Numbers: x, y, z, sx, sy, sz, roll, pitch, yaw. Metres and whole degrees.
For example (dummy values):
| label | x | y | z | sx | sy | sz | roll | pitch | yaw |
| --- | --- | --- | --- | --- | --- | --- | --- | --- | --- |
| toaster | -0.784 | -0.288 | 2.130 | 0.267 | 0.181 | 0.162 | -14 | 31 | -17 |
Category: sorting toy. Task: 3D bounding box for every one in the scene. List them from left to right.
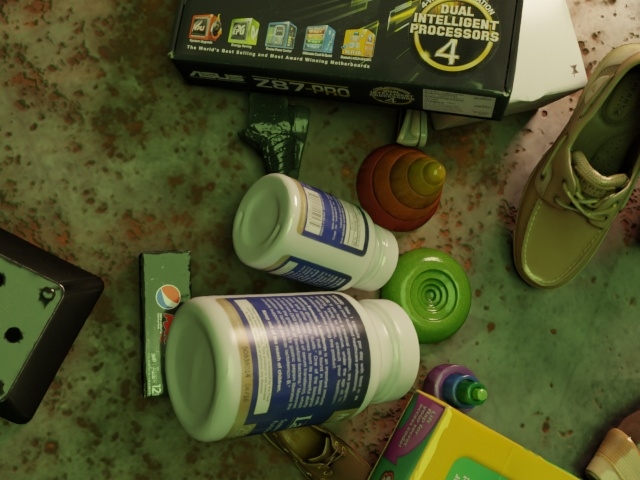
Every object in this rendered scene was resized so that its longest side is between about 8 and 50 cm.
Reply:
| label | x | y | z | sx | sy | sz | roll | pitch | yaw |
| --- | --- | --- | --- | --- | --- | --- | --- | --- | --- |
| sorting toy | 0.150 | 0.044 | 0.995 | 0.127 | 0.126 | 0.365 | -12 | 88 | -18 |

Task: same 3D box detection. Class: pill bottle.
| label | x | y | z | sx | sy | sz | roll | pitch | yaw |
| --- | --- | --- | --- | --- | --- | --- | --- | --- | --- |
| pill bottle | -0.027 | 0.134 | 0.895 | 0.265 | 0.153 | 0.153 | 0 | 85 | -34 |
| pill bottle | 0.000 | 0.000 | 0.939 | 0.187 | 0.112 | 0.112 | 21 | 78 | -39 |

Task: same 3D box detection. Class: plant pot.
| label | x | y | z | sx | sy | sz | roll | pitch | yaw |
| --- | --- | --- | --- | --- | --- | --- | --- | --- | --- |
| plant pot | -0.348 | 0.078 | 0.821 | 0.187 | 0.167 | 0.188 | 29 | 76 | -13 |

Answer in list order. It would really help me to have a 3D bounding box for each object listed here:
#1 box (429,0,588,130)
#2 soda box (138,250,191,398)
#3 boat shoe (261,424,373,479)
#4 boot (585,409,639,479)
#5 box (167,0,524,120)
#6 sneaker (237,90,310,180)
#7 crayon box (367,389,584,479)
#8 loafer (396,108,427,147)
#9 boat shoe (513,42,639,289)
| label | x | y | z | sx | sy | sz | roll | pitch | yaw |
| --- | --- | --- | --- | --- | --- | --- | --- | --- | --- |
| box | 0.229 | -0.259 | 1.051 | 0.181 | 0.119 | 0.182 | -14 | 89 | -18 |
| soda box | -0.181 | 0.097 | 0.927 | 0.060 | 0.053 | 0.169 | -1 | 86 | -18 |
| boat shoe | -0.001 | 0.261 | 0.962 | 0.178 | 0.060 | 0.064 | 39 | 76 | -10 |
| boot | 0.504 | 0.337 | 1.090 | 0.207 | 0.090 | 0.248 | -37 | 92 | -14 |
| box | 0.045 | -0.324 | 0.938 | 0.395 | 0.097 | 0.318 | 9 | 79 | 9 |
| sneaker | -0.064 | -0.120 | 0.987 | 0.089 | 0.051 | 0.170 | 11 | 86 | -5 |
| crayon box | 0.173 | 0.416 | 0.954 | 0.313 | 0.106 | 0.363 | 30 | 83 | -14 |
| loafer | 0.116 | -0.180 | 1.039 | 0.039 | 0.045 | 0.125 | 1 | 66 | -6 |
| boat shoe | 0.334 | -0.081 | 1.001 | 0.122 | 0.110 | 0.341 | 20 | 112 | 9 |
